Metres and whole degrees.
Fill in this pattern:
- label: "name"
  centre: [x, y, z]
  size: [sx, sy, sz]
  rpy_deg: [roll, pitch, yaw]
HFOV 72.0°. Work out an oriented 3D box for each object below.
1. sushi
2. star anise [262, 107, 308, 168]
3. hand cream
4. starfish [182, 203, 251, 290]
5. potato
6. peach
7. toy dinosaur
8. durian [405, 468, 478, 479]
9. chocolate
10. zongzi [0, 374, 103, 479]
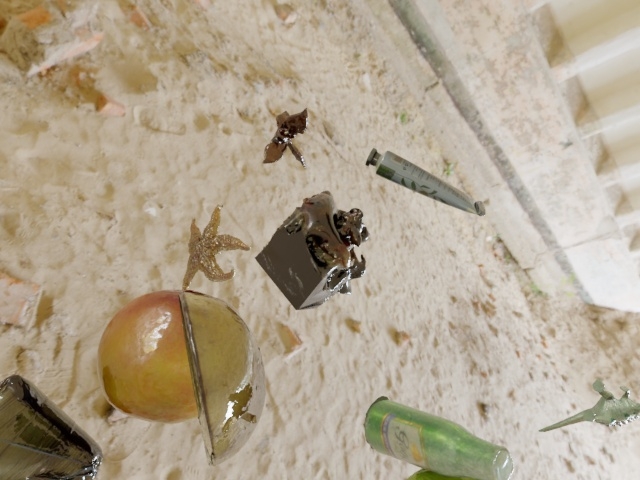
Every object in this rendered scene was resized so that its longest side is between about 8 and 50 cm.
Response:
- label: "sushi"
  centre: [-0.001, 0.000, 0.996]
  size: [0.215, 0.212, 0.227]
  rpy_deg: [47, 26, 23]
- label: "star anise"
  centre: [-0.059, -0.227, 1.058]
  size: [0.144, 0.158, 0.140]
  rpy_deg: [35, 6, -23]
- label: "hand cream"
  centre: [0.214, -0.118, 0.890]
  size: [0.256, 0.055, 0.088]
  rpy_deg: [25, 24, 6]
- label: "starfish"
  centre: [-0.346, 0.016, 1.359]
  size: [0.060, 0.299, 0.302]
  rpy_deg: [28, 36, -48]
- label: "potato"
  centre: [-0.138, 0.200, 0.657]
  size: [0.116, 0.299, 0.239]
  rpy_deg: [-7, 53, -17]
- label: "peach"
  centre: [-0.325, 0.252, 1.002]
  size: [0.307, 0.333, 0.308]
  rpy_deg: [59, 9, -15]
- label: "toy dinosaur"
  centre: [0.439, 0.264, 0.669]
  size: [0.107, 0.187, 0.044]
  rpy_deg: [18, 36, -15]
- label: "durian"
  centre: [0.234, 0.484, 0.803]
  size: [0.101, 0.250, 0.139]
  rpy_deg: [-41, 110, -55]
- label: "chocolate"
  centre: [0.199, 0.357, 0.776]
  size: [0.110, 0.291, 0.110]
  rpy_deg: [5, 79, -30]
- label: "zongzi"
  centre: [-0.638, 0.469, 0.880]
  size: [0.286, 0.138, 0.300]
  rpy_deg: [50, 42, -9]
